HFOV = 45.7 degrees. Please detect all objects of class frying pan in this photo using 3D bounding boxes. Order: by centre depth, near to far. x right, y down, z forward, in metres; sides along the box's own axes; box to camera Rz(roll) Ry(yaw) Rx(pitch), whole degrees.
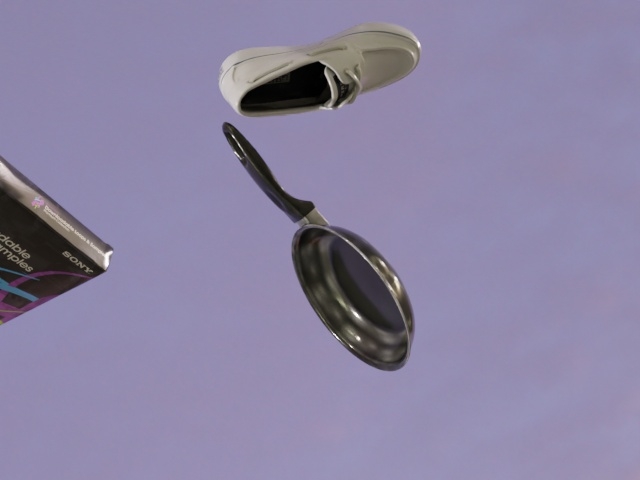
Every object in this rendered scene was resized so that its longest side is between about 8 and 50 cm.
[{"bbox_3d":[-0.003,0.017,0.893,0.053,0.326,0.197,-33,-21,-26],"label":"frying pan"}]

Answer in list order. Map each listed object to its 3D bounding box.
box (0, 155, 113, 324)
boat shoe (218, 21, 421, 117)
[{"bbox_3d":[-0.249,0.011,0.546,0.162,0.029,0.116,-26,-50,22],"label":"box"},{"bbox_3d":[0.010,-0.193,0.915,0.258,0.084,0.095,-16,-45,-11],"label":"boat shoe"}]
